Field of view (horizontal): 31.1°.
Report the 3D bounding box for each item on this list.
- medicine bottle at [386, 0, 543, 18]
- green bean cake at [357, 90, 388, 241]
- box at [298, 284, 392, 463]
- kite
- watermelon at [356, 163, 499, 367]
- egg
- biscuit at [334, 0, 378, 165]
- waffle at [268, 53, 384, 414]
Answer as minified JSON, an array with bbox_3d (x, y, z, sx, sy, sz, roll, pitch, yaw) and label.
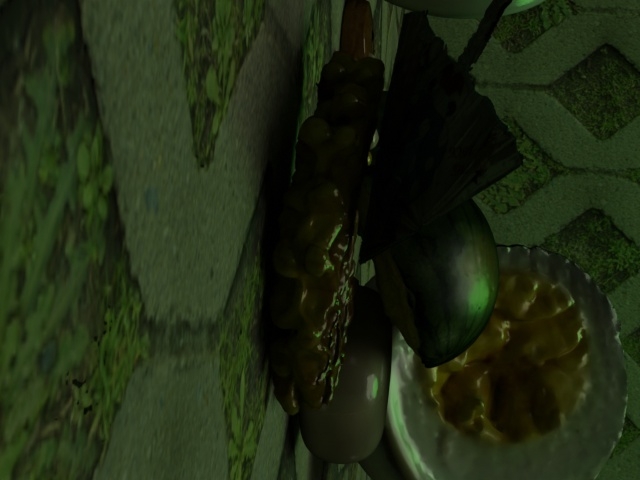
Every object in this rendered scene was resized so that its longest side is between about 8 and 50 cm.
[{"bbox_3d":[0.171,-0.418,1.361,0.252,0.252,0.241,-78,170,-53],"label":"medicine bottle"},{"bbox_3d":[0.099,-0.102,1.649,0.185,0.094,0.183,85,12,-55],"label":"green bean cake"},{"bbox_3d":[0.027,0.132,1.162,0.200,0.088,0.146,-77,169,-62],"label":"box"},{"bbox_3d":[0.095,-0.113,0.881,0.314,0.011,0.335,-63,-159,23],"label":"kite"},{"bbox_3d":[0.108,0.009,1.142,0.204,0.127,0.232,71,-1,-53],"label":"watermelon"},{"bbox_3d":[0.170,0.176,1.493,0.340,0.354,0.355,173,-78,-73],"label":"egg"},{"bbox_3d":[0.037,-0.131,1.305,0.205,0.049,0.324,80,14,-64],"label":"biscuit"},{"bbox_3d":[0.000,0.000,0.958,0.260,0.069,0.293,-69,165,-63],"label":"waffle"}]
